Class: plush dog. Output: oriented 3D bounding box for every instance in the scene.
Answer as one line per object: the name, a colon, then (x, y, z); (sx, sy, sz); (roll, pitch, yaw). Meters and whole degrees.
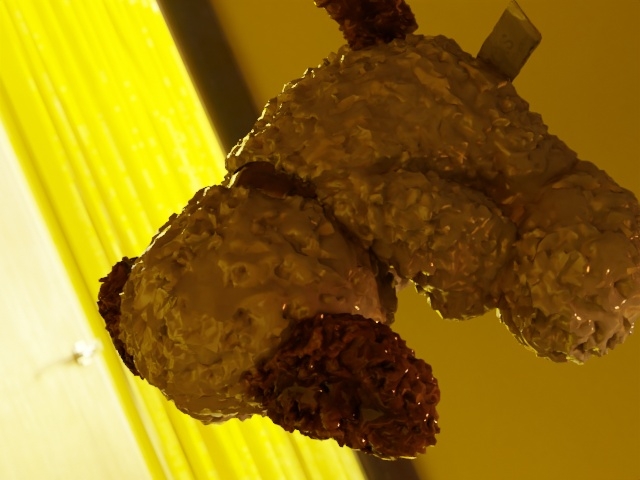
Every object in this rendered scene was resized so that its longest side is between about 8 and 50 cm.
plush dog: (0.000, 0.000, 0.616); (0.262, 0.210, 0.225); (10, 49, 50)
